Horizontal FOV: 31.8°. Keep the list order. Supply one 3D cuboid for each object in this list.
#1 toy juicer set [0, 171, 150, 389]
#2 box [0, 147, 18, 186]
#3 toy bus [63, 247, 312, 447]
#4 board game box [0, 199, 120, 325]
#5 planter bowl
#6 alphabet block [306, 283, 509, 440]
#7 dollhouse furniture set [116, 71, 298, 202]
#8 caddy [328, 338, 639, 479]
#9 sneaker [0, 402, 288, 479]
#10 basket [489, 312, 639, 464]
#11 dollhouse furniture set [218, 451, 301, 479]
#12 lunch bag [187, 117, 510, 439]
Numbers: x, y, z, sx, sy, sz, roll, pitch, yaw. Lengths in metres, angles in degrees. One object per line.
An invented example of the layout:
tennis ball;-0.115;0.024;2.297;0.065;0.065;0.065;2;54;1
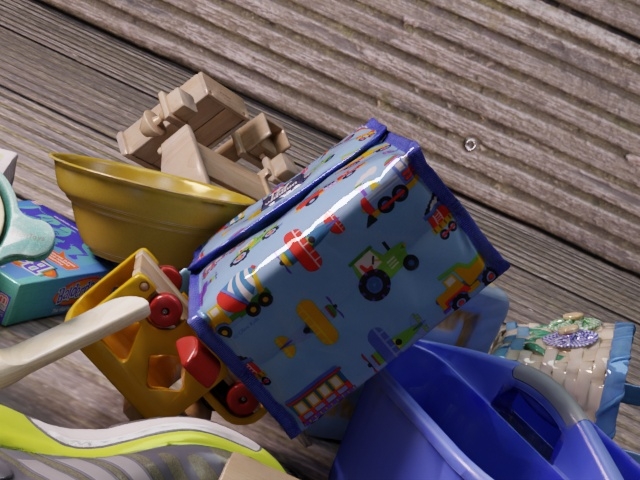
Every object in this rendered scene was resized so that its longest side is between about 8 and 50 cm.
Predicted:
toy juicer set;-0.316;0.014;0.829;0.329;0.089;0.209;34;59;14
box;-0.458;-0.061;1.008;0.321;0.059;0.232;17;24;-8
toy bus;-0.126;0.108;0.952;0.202;0.104;0.191;54;4;31
board game box;-0.301;0.016;1.131;0.160;0.047;0.210;29;15;18
planter bowl;-0.179;-0.022;1.152;0.217;0.090;0.217;14;6;-1
alphabet block;0.041;0.080;1.159;0.192;0.193;0.197;18;15;-30
dollhouse furniture set;-0.151;-0.042;1.638;0.303;0.173;0.356;27;36;-51
caddy;0.159;0.197;0.944;0.241;0.179;0.341;17;15;-31
sneaker;-0.140;0.181;0.700;0.299;0.111;0.121;10;29;-29
basket;0.305;0.189;1.167;0.288;0.201;0.255;16;11;11
dollhouse furniture set;-0.057;0.254;0.545;0.212;0.161;0.242;24;35;1
lunch bag;0.000;0.000;0.988;0.138;0.221;0.293;51;3;-20
